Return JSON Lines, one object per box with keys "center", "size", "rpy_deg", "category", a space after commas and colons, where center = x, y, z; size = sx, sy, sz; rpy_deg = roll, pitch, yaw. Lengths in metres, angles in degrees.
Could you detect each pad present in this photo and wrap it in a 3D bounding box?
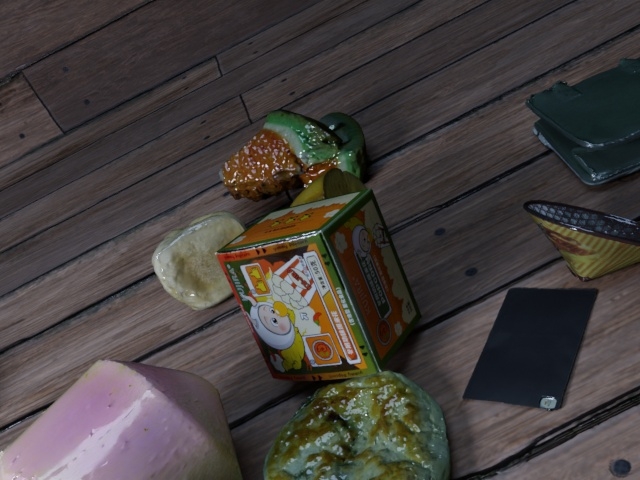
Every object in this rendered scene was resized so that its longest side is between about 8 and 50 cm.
{"center": [0.253, 0.122, 0.871], "size": [0.116, 0.004, 0.193], "rpy_deg": [-2, 39, 37], "category": "pad"}

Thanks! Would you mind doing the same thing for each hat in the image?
{"center": [0.339, 0.013, 0.903], "size": [0.193, 0.082, 0.193], "rpy_deg": [11, 13, -3], "category": "hat"}

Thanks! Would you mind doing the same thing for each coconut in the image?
{"center": [-0.214, 0.256, 0.842], "size": [0.233, 0.233, 0.245], "rpy_deg": [9, 40, 45], "category": "coconut"}

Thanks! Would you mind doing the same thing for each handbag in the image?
{"center": [0.473, -0.203, 1.113], "size": [0.247, 0.079, 0.260], "rpy_deg": [-23, 29, 6], "category": "handbag"}

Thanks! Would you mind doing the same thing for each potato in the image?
{"center": [0.000, 0.000, 1.108], "size": [0.158, 0.178, 0.203], "rpy_deg": [-29, 20, 21], "category": "potato"}

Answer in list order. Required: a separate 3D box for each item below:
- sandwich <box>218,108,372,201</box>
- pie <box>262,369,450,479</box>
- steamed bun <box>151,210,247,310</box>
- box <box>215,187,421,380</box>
{"center": [-0.063, -0.176, 1.417], "size": [0.301, 0.162, 0.250], "rpy_deg": [-20, 27, 9], "category": "sandwich"}
{"center": [0.038, 0.242, 0.815], "size": [0.240, 0.054, 0.240], "rpy_deg": [-22, 29, 13], "category": "pie"}
{"center": [-0.204, 0.027, 1.267], "size": [0.172, 0.141, 0.155], "rpy_deg": [-32, 17, -12], "category": "steamed bun"}
{"center": [-0.002, 0.061, 0.938], "size": [0.177, 0.195, 0.148], "rpy_deg": [-10, 19, 37], "category": "box"}
